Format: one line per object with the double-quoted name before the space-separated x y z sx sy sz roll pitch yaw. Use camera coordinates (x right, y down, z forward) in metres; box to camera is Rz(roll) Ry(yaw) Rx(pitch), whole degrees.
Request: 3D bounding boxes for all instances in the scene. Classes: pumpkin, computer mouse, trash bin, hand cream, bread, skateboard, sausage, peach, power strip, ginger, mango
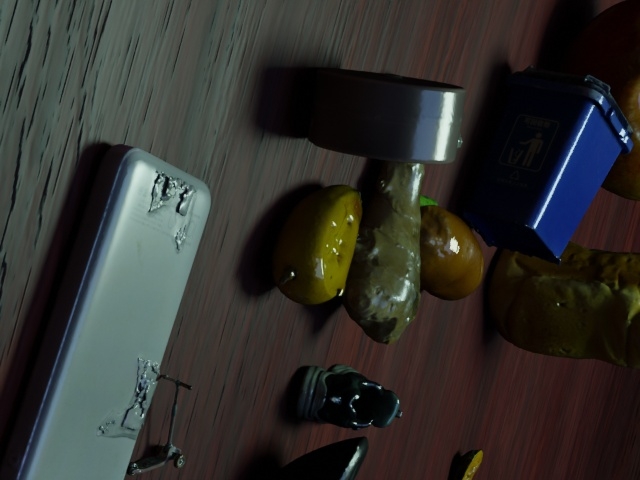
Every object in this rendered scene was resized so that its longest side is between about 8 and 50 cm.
"pumpkin" 0.219 0.352 2.153 0.050 0.028 0.083 16 98 -65
"computer mouse" -0.040 0.311 1.484 0.147 0.088 0.264 98 18 -60
"trash bin" 0.307 -0.097 1.907 0.184 0.162 0.234 43 68 -48
"hand cream" 0.110 -0.045 1.682 0.122 0.023 0.036 10 96 -66
"bread" 0.403 0.097 2.086 0.132 0.294 0.167 -58 151 -44
"skateboard" -0.143 0.164 1.243 0.064 0.032 0.083 -9 115 -54
"sausage" 0.150 0.016 1.722 0.238 0.098 0.098 36 70 -69
"peach" 0.494 -0.211 2.132 0.332 0.308 0.308 -33 135 -79
"power strip" 0.067 -0.124 1.376 0.154 0.154 0.078 -13 111 -64
"ginger" 0.076 -0.033 1.556 0.131 0.086 0.294 13 84 -57
"mango" 0.000 0.000 1.417 0.187 0.066 0.101 -54 141 -50

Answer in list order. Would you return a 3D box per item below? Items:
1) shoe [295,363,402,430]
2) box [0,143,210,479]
"shoe" 0.042 0.181 1.571 0.169 0.099 0.071 19 84 -67
"box" -0.166 0.073 1.116 0.142 0.044 0.285 29 77 -64
